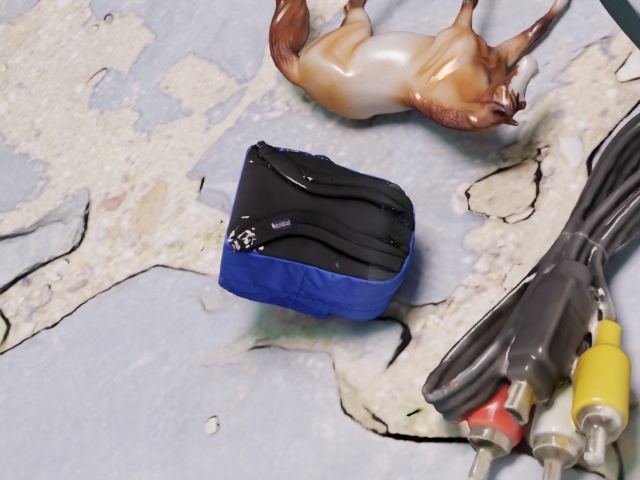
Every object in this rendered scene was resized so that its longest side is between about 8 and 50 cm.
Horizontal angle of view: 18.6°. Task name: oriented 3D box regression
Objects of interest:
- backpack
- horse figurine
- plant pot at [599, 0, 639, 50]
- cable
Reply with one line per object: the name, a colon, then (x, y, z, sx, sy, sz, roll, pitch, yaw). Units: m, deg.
backpack: (0.000, 0.000, 1.285, 0.120, 0.101, 0.098, 11, 60, 0)
horse figurine: (0.060, -0.140, 1.386, 0.263, 0.066, 0.174, 8, 53, 33)
plant pot: (0.302, -0.142, 1.107, 0.247, 0.252, 0.248, -34, 45, 4)
cable: (0.160, 0.035, 1.210, 0.139, 0.072, 0.287, -14, 34, 44)
